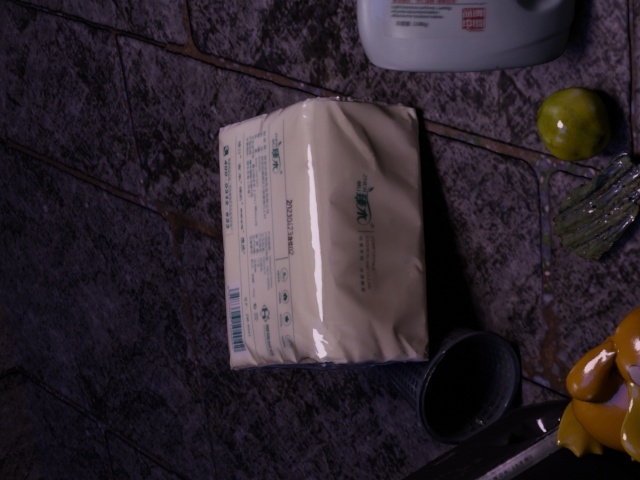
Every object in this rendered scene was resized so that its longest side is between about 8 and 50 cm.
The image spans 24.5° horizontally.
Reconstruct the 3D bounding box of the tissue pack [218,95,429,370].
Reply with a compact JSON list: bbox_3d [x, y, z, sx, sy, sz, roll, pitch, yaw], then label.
[{"bbox_3d":[0.000,0.000,2.131,0.297,0.207,0.380,-9,82,57],"label":"tissue pack"}]

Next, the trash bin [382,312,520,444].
[{"bbox_3d":[0.174,0.188,2.150,0.161,0.175,0.175,31,135,55],"label":"trash bin"}]

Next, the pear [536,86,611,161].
[{"bbox_3d":[0.306,-0.142,1.810,0.097,0.092,0.092,30,133,41],"label":"pear"}]

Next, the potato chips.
[{"bbox_3d":[0.356,-0.038,1.861,0.092,0.028,0.207,57,148,11],"label":"potato chips"}]

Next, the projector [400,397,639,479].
[{"bbox_3d":[0.279,0.466,1.954,0.242,0.395,0.405,-21,94,55],"label":"projector"}]

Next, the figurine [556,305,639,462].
[{"bbox_3d":[0.399,0.179,1.812,0.215,0.215,0.228,63,170,4],"label":"figurine"}]

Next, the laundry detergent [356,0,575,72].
[{"bbox_3d":[0.170,-0.400,1.724,0.263,0.125,0.398,1,118,7],"label":"laundry detergent"}]
